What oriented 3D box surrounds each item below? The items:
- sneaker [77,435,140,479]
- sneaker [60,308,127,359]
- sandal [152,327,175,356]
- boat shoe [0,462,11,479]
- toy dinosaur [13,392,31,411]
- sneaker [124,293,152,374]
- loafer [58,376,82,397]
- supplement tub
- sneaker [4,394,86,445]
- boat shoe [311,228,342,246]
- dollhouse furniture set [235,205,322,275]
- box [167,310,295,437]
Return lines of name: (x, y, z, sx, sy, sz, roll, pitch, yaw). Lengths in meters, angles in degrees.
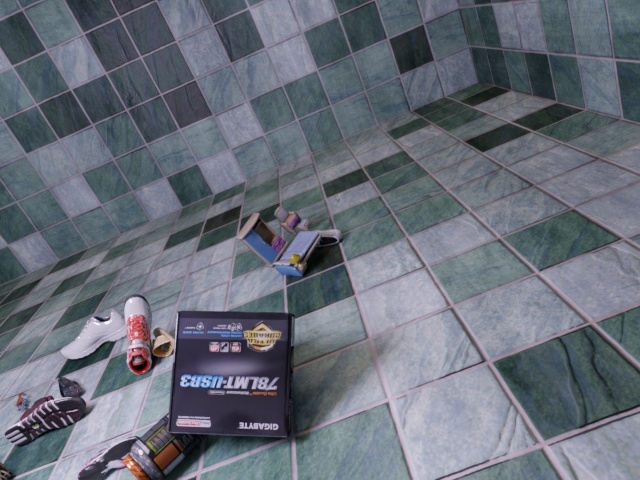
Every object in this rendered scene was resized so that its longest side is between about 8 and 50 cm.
sneaker: (-0.574, 0.587, 1.347, 0.178, 0.071, 0.077, -24, 12, -14)
sneaker: (-0.942, 0.384, 2.037, 0.297, 0.129, 0.111, -29, 26, -8)
sandal: (-0.557, 0.377, 1.743, 0.240, 0.088, 0.079, 7, 34, 41)
boat shoe: (-0.994, 0.696, 1.432, 0.356, 0.132, 0.130, 6, 38, 47)
toy dinosaur: (-1.118, 0.597, 1.838, 0.047, 0.090, 0.082, -19, 51, -27)
sneaker: (-0.631, 0.333, 1.709, 0.090, 0.269, 0.145, -3, 24, -19)
loafer: (-0.916, 0.539, 1.792, 0.061, 0.062, 0.170, -13, 18, -35)
supplement tub: (-0.395, 0.522, 1.251, 0.117, 0.116, 0.190, 5, 37, 48)
sneaker: (-0.912, 0.565, 1.665, 0.282, 0.106, 0.162, -24, 21, 2)
boat shoe: (0.000, 0.000, 2.048, 0.184, 0.066, 0.063, -4, 29, 20)
dollhouse furniture set: (-0.136, -0.033, 1.971, 0.304, 0.198, 0.286, 3, 53, 51)
box: (-0.214, 0.323, 1.210, 0.296, 0.293, 0.073, 1, -12, 6)
